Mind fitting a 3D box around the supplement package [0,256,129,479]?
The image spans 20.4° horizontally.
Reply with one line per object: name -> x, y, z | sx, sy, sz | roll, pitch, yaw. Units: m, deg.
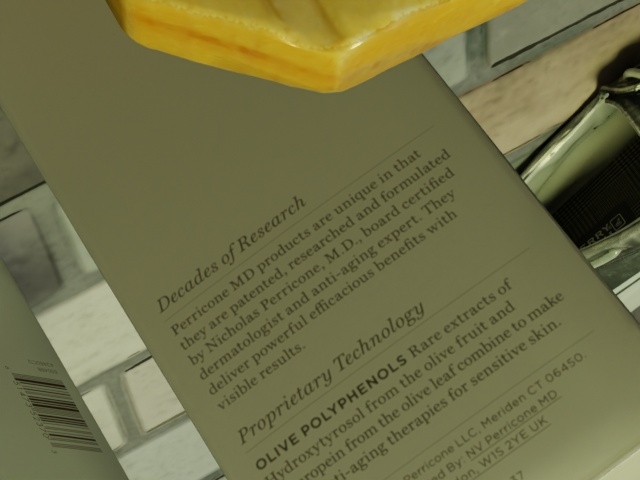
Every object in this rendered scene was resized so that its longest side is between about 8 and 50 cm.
supplement package -> -0.210, 0.112, 0.782 | 0.145, 0.262, 0.204 | -45, 149, 18

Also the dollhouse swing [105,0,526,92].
dollhouse swing -> 0.014, -0.271, 0.413 | 0.347, 0.305, 0.315 | -26, 150, -12

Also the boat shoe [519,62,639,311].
boat shoe -> 0.228, -0.060, 1.112 | 0.119, 0.121, 0.335 | 12, 125, -49

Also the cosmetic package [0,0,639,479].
cosmetic package -> 0.004, 0.002, 0.734 | 0.155, 0.365, 0.197 | -37, 148, 1
